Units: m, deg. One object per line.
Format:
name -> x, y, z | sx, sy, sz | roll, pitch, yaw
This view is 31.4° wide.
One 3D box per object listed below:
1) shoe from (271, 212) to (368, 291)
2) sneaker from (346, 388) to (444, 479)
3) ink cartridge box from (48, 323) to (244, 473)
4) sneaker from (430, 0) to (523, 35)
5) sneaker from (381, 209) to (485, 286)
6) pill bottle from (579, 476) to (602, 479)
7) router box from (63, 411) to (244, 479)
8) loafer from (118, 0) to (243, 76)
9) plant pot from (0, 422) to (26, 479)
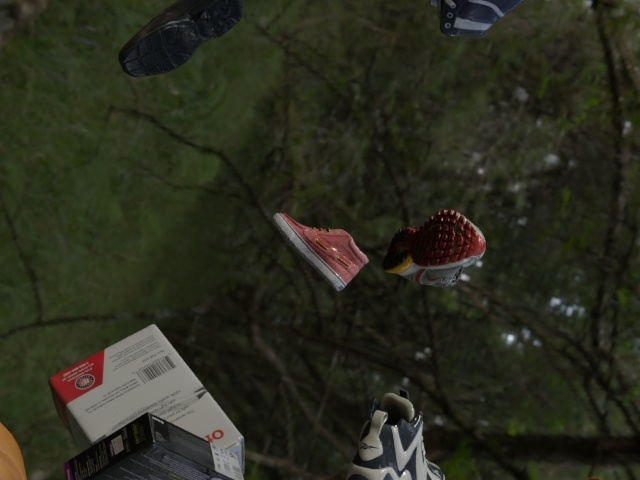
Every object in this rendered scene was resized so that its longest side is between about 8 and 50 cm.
shoe -> 0.000, 0.000, 1.978 | 0.081, 0.178, 0.063 | -44, 171, -6
sneaker -> 0.125, 0.296, 1.664 | 0.235, 0.094, 0.153 | 15, 87, -51
ink cartridge box -> -0.271, 0.294, 1.786 | 0.197, 0.273, 0.114 | -28, 144, -24
sneaker -> 0.178, -0.403, 1.645 | 0.153, 0.282, 0.099 | -44, -149, 29
sneaker -> 0.175, 0.017, 1.603 | 0.088, 0.092, 0.225 | -68, -163, -13
pill bottle -> 0.489, 0.513, 1.883 | 0.130, 0.246, 0.130 | -32, -170, 6
router box -> -0.197, 0.279, 1.362 | 0.179, 0.133, 0.046 | 39, 24, -47
loafer -> -0.175, -0.253, 1.369 | 0.170, 0.061, 0.062 | -33, 135, -21
plant pot -> -0.477, 0.357, 1.330 | 0.203, 0.290, 0.291 | 51, -50, 53
